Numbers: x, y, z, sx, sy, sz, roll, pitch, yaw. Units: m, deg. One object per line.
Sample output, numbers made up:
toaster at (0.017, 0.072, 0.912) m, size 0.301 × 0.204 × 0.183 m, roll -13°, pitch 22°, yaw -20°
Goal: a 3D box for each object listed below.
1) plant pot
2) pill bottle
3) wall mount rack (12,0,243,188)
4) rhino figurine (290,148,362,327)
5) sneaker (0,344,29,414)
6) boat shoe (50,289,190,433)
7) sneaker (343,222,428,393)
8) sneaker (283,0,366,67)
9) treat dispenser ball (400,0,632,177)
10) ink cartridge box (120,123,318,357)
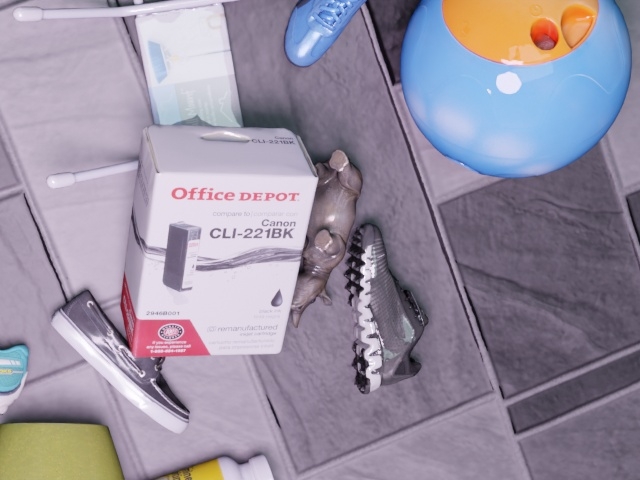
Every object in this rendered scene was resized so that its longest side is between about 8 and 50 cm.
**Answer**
plant pot at (-0.339, 0.375, 1.393) m, size 0.275 × 0.275 × 0.293 m, roll 2°, pitch 78°, yaw -12°
pill bottle at (-0.151, 0.346, 1.488) m, size 0.184 × 0.103 × 0.103 m, roll -17°, pitch 98°, yaw -10°
wall mount rack at (-0.208, -0.199, 1.418) m, size 0.304 × 0.130 × 0.349 m, roll -11°, pitch 96°, yaw -10°
rhino figurine at (0.000, 0.000, 1.494) m, size 0.073 × 0.106 × 0.243 m, roll 14°, pitch 93°, yaw 17°
sneaker at (-0.499, 0.122, 1.417) m, size 0.275 × 0.107 × 0.110 m, roll 29°, pitch 69°, yaw -17°
boat shoe at (-0.245, 0.154, 1.471) m, size 0.228 × 0.080 × 0.076 m, roll 44°, pitch 87°, yaw -4°
sneaker at (0.093, 0.089, 1.532) m, size 0.106 × 0.078 × 0.234 m, roll -6°, pitch 100°, yaw -14°
sneaker at (0.024, -0.320, 1.480) m, size 0.069 × 0.082 × 0.209 m, roll 36°, pitch 88°, yaw -14°
treat dispenser ball at (0.245, -0.222, 1.427) m, size 0.288 × 0.288 × 0.288 m, roll -1°, pitch 95°, yaw -11°
ink cartridge box at (-0.130, 0.004, 1.390) m, size 0.197 × 0.114 × 0.272 m, roll 0°, pitch 123°, yaw -19°
